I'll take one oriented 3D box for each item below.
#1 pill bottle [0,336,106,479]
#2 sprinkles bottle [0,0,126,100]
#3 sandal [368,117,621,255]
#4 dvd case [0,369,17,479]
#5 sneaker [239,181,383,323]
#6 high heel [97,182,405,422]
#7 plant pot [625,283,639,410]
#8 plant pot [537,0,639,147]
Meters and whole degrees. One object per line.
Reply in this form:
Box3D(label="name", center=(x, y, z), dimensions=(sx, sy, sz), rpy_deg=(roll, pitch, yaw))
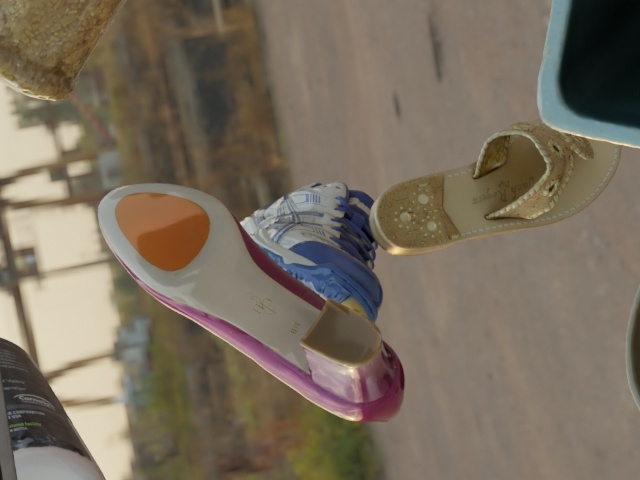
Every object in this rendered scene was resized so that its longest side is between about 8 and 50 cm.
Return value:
Box3D(label="pill bottle", center=(-0.260, 0.156, 1.307), dimensions=(0.245, 0.130, 0.130), rpy_deg=(-135, 33, -54))
Box3D(label="sprinkles bottle", center=(-0.107, -0.258, 1.000), dimensions=(0.355, 0.121, 0.121), rpy_deg=(-54, 19, 11))
Box3D(label="sandal", center=(0.158, -0.051, 1.353), dimensions=(0.088, 0.240, 0.079), rpy_deg=(67, 162, 6))
Box3D(label="dvd case", center=(-0.242, 0.144, 0.866), dimensions=(0.029, 0.179, 0.239), rpy_deg=(5, 105, 54))
Box3D(label="sneaker", center=(0.000, 0.000, 1.466), dimensions=(0.112, 0.131, 0.296), rpy_deg=(52, 171, -19))
Box3D(label="high heel", center=(-0.047, 0.045, 1.156), dimensions=(0.082, 0.244, 0.117), rpy_deg=(-57, -23, -21))
Box3D(label="plant pot", center=(0.545, 0.115, 1.827), dimensions=(0.323, 0.280, 0.323), rpy_deg=(-39, 37, 39))
Box3D(label="plant pot", center=(0.286, -0.186, 0.921), dimensions=(0.252, 0.247, 0.247), rpy_deg=(-41, -39, -59))
